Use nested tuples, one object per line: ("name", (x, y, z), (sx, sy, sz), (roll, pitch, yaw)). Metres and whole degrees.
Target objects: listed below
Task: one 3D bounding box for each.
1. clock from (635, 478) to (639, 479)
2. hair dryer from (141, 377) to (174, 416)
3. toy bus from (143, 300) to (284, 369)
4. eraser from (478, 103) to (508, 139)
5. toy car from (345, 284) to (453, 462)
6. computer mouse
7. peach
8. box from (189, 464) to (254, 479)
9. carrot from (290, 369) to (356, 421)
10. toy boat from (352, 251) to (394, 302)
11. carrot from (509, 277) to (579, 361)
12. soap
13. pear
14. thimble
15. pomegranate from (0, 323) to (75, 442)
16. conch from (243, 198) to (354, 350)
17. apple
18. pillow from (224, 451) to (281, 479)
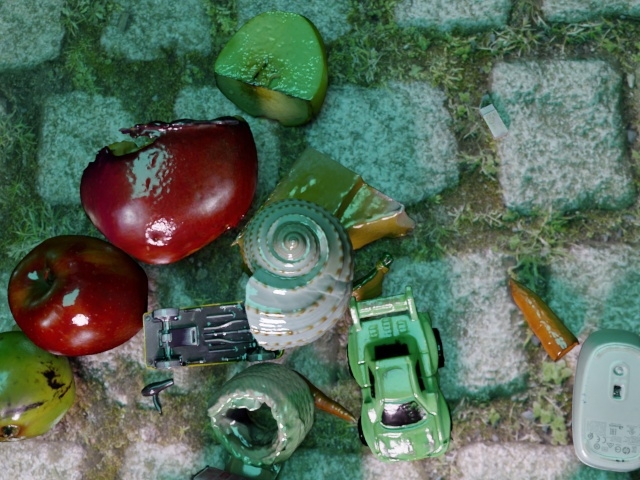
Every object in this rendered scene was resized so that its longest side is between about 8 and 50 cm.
("clock", (0.665, 0.610, 1.352), (0.379, 0.120, 0.276), (44, 91, 12))
("hair dryer", (-0.380, 0.377, 1.635), (0.079, 0.031, 0.083), (-19, 88, -4))
("toy bus", (-0.234, 0.217, 1.579), (0.330, 0.152, 0.144), (-7, 81, 10))
("eraser", (0.418, -0.288, 1.656), (0.038, 0.019, 0.083), (-25, 73, 5))
("toy car", (0.166, 0.293, 1.478), (0.213, 0.176, 0.359), (-9, 76, 9))
("computer mouse", (0.612, 0.330, 1.434), (0.159, 0.097, 0.289), (4, 89, 9))
("peach", (-0.333, -0.148, 1.601), (0.353, 0.339, 0.417), (40, 84, -22))
("box", (-0.104, 0.577, 1.427), (0.369, 0.190, 0.112), (17, 80, 4))
("carrot", (-0.006, 0.353, 1.537), (0.216, 0.048, 0.048), (27, 82, 31))
("toy boat", (0.071, 0.102, 1.582), (0.229, 0.089, 0.088), (-21, 95, 11))
("carrot", (0.481, 0.166, 1.511), (0.072, 0.072, 0.205), (-35, 71, 0))
("soap", (0.000, 0.000, 1.584), (0.304, 0.169, 0.339), (34, 85, 26))
("pear", (-0.100, -0.442, 1.714), (0.292, 0.159, 0.293), (-1, 76, 6))
("thimble", (-0.130, 0.378, 1.492), (0.218, 0.150, 0.219), (4, 101, 20))
("pomegranate", (-0.699, 0.309, 1.598), (0.260, 0.260, 0.341), (-7, 51, 8))
("conch", (-0.031, 0.077, 1.411), (0.215, 0.319, 0.303), (-2, 72, 22))
("apple", (-0.545, 0.127, 1.559), (0.288, 0.317, 0.288), (-5, 73, 18))
("pillow", (-0.175, 0.568, 1.543), (0.130, 0.033, 0.218), (18, 80, 9))
